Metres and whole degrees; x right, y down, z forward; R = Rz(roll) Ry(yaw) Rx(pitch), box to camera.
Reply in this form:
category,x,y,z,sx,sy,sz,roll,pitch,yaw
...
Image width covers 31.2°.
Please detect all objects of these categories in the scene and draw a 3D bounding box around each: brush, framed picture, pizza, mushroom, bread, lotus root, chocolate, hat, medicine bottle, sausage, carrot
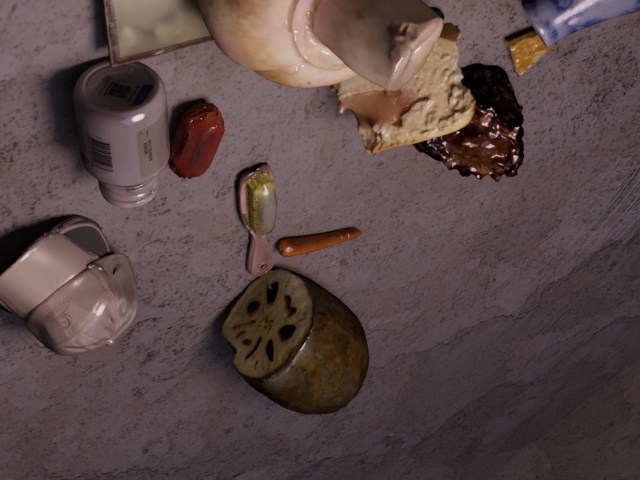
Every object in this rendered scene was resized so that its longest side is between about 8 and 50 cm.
category,x,y,z,sx,sy,sz,roll,pitch,yaw
brush,-0.107,-0.016,2.095,0.072,0.067,0.313,-21,146,-17
framed picture,-0.222,-0.358,1.588,0.173,0.010,0.231,-18,135,-22
pizza,0.372,-0.342,2.090,0.123,0.026,0.108,-14,145,-29
mushroom,0.023,-0.360,1.578,0.353,0.353,0.325,-41,179,13
bread,0.146,-0.249,1.874,0.224,0.183,0.211,-14,-178,16
lotus root,-0.028,0.223,2.314,0.250,0.250,0.346,-36,148,6
chocolate,0.293,-0.185,2.094,0.206,0.177,0.224,-22,143,-15
hat,-0.424,0.089,1.899,0.232,0.161,0.275,-41,142,7
medicine bottle,-0.293,-0.152,1.710,0.135,0.135,0.215,-19,144,-19
sausage,-0.200,-0.159,1.833,0.076,0.076,0.141,-7,137,-32
carrot,0.000,0.000,2.225,0.190,0.037,0.037,-12,141,-32

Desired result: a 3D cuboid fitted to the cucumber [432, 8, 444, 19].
category,x,y,z,sx,sy,sz,roll,pitch,yaw
cucumber,0.127,-0.356,1.876,0.184,0.033,0.036,-15,117,-24

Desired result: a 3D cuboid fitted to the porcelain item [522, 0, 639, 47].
category,x,y,z,sx,sy,sz,roll,pitch,yaw
porcelain item,0.481,-0.437,1.972,0.259,0.141,0.141,-29,147,12
